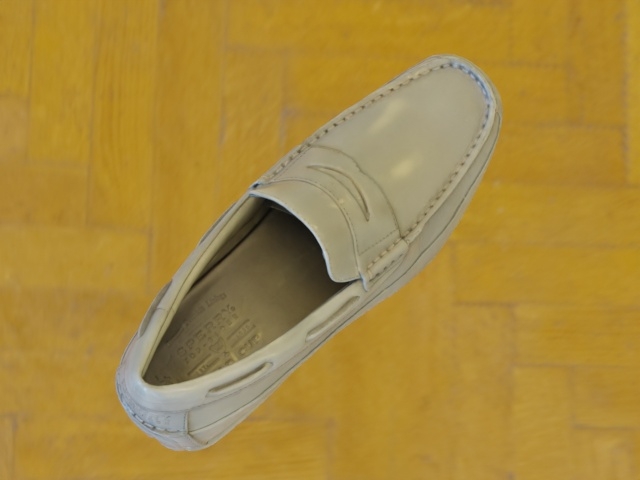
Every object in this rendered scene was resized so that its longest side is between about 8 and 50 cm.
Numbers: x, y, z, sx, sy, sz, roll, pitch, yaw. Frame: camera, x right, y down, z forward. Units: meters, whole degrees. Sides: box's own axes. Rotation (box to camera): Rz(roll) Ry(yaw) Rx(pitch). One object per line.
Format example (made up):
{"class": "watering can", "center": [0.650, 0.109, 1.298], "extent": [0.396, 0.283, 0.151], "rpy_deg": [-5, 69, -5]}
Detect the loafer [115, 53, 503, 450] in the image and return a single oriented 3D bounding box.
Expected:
{"class": "loafer", "center": [0.000, 0.000, 1.200], "extent": [0.112, 0.111, 0.319], "rpy_deg": [39, 76, 11]}
